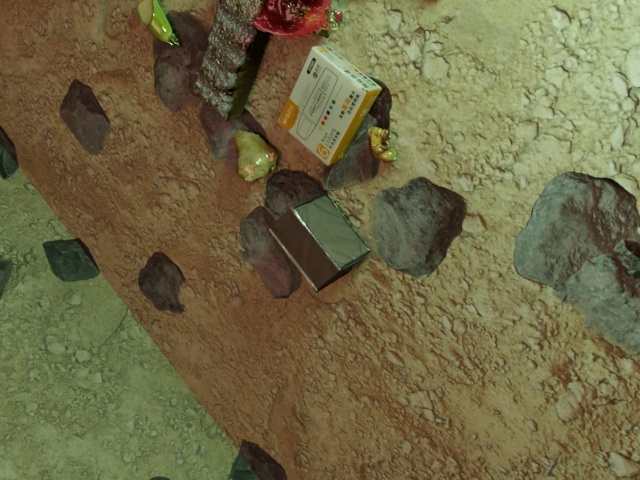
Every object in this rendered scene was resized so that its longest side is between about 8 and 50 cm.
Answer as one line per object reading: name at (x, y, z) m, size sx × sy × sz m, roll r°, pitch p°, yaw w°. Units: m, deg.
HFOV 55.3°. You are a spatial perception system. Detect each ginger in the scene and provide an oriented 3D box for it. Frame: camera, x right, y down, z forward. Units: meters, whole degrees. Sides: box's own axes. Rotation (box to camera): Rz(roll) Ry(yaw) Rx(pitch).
ginger at (-0.244, -0.272, 1.996) m, size 0.193 × 0.122 × 0.115 m, roll 41°, pitch 151°, yaw 23°

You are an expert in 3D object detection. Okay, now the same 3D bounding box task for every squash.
squash at (-0.541, -0.724, 2.035) m, size 0.090 × 0.075 × 0.200 m, roll -32°, pitch 91°, yaw 17°

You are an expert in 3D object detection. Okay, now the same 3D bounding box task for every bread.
bread at (-0.261, -0.580, 1.857) m, size 0.165 × 0.113 × 0.417 m, roll 39°, pitch 129°, yaw 15°

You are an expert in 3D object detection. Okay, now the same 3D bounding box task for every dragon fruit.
dragon fruit at (-0.032, -0.634, 1.636) m, size 0.211 × 0.134 × 0.262 m, roll 46°, pitch 127°, yaw -7°

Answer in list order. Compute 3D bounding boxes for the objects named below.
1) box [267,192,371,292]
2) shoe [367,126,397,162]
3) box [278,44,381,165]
box at (0.000, 0.000, 1.881) m, size 0.252 × 0.188 × 0.153 m, roll 55°, pitch 133°, yaw 7°
shoe at (0.169, -0.263, 1.693) m, size 0.069 × 0.072 × 0.109 m, roll 8°, pitch 116°, yaw 42°
box at (0.021, -0.381, 1.741) m, size 0.220 × 0.091 × 0.274 m, roll 42°, pitch 130°, yaw 16°
